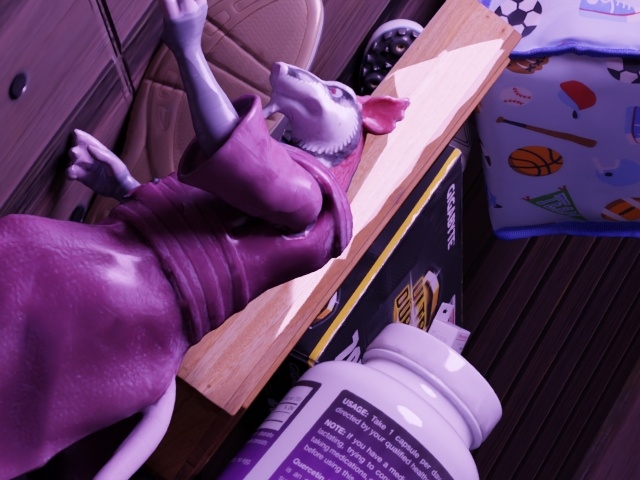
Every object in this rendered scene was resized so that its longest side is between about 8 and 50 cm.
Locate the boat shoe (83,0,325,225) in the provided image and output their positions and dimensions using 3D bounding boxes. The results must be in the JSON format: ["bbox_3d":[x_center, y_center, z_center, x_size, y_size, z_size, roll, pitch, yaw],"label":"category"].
[{"bbox_3d":[-0.083,-0.064,1.360,0.285,0.103,0.092,-63,166,5],"label":"boat shoe"}]

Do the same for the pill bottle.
[{"bbox_3d":[0.004,0.226,1.538,0.323,0.181,0.181,-49,156,-20],"label":"pill bottle"}]

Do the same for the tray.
[{"bbox_3d":[0.000,0.000,1.511,0.411,0.076,0.203,-53,179,-28],"label":"tray"}]

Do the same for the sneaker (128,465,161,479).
[{"bbox_3d":[-0.151,0.208,1.524,0.192,0.086,0.064,-32,143,-57],"label":"sneaker"}]

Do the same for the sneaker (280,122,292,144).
[{"bbox_3d":[-0.063,-0.041,1.488,0.221,0.083,0.087,-50,170,-24],"label":"sneaker"}]

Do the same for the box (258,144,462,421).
[{"bbox_3d":[0.042,0.084,1.788,0.257,0.079,0.322,-53,157,-26],"label":"box"}]

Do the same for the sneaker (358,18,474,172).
[{"bbox_3d":[0.087,-0.139,1.757,0.237,0.085,0.086,63,23,-59],"label":"sneaker"}]

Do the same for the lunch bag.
[{"bbox_3d":[0.272,-0.240,1.849,0.328,0.239,0.385,80,14,-57],"label":"lunch bag"}]

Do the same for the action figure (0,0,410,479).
[{"bbox_3d":[-0.089,0.019,1.155,0.370,0.275,0.248,-31,170,-12],"label":"action figure"}]

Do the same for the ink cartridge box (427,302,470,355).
[{"bbox_3d":[0.118,0.105,1.851,0.083,0.028,0.048,-66,161,3],"label":"ink cartridge box"}]
